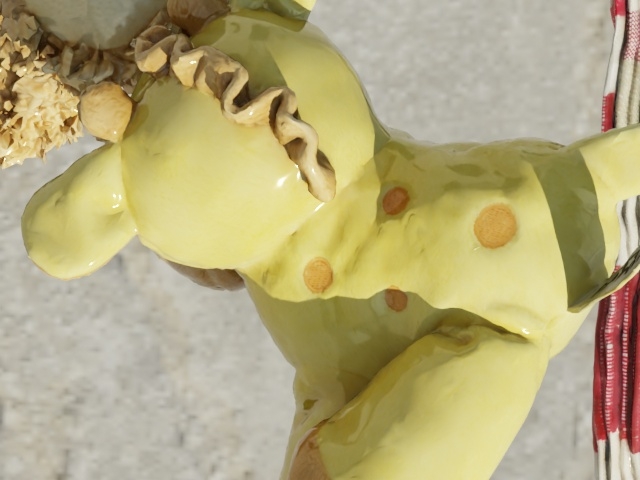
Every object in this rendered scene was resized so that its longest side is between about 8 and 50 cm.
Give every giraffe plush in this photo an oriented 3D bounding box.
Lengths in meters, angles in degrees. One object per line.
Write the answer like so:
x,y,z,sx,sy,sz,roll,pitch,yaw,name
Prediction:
0.000,0.000,0.596,0.170,0.210,0.181,33,51,4,giraffe plush

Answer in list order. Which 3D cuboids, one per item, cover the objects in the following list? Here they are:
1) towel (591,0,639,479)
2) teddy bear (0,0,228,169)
0.185,-0.044,0.904,0.237,0.037,0.329,-20,111,-61,towel
-0.147,-0.084,0.742,0.113,0.338,0.245,33,36,-41,teddy bear
